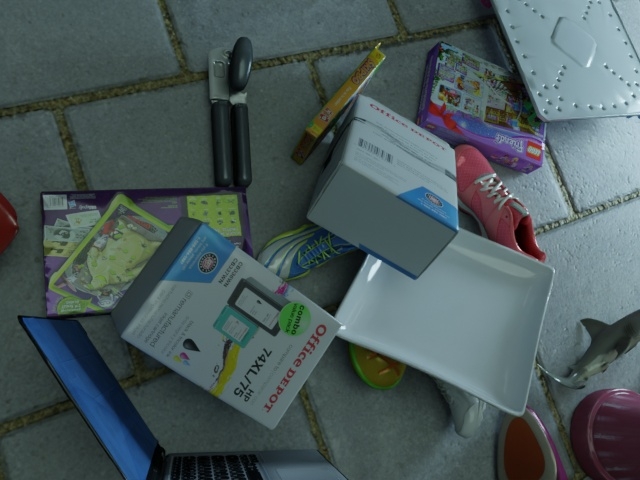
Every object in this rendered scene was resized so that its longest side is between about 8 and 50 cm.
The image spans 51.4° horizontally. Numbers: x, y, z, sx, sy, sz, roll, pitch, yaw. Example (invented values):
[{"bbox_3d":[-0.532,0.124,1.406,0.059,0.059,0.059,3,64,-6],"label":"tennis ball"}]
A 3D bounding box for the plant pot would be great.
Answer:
[{"bbox_3d":[0.636,0.393,1.319,0.201,0.180,0.201,5,75,-19],"label":"plant pot"}]

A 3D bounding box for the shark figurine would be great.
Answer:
[{"bbox_3d":[0.575,0.221,1.402,0.278,0.166,0.116,-35,64,-7],"label":"shark figurine"}]

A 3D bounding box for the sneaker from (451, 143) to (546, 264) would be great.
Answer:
[{"bbox_3d":[0.369,-0.068,1.356,0.115,0.136,0.314,-23,86,-25],"label":"sneaker"}]

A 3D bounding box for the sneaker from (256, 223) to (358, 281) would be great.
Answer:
[{"bbox_3d":[0.000,0.000,1.205,0.240,0.126,0.091,-25,86,-25],"label":"sneaker"}]

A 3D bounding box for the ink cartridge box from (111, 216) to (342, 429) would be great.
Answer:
[{"bbox_3d":[-0.150,0.122,1.039,0.270,0.197,0.198,37,81,-20],"label":"ink cartridge box"}]

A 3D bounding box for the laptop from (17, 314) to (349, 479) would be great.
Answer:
[{"bbox_3d":[-0.167,0.227,0.927,0.407,0.382,0.237,2,83,-11],"label":"laptop"}]

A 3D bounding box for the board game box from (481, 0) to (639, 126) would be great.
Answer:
[{"bbox_3d":[0.570,-0.445,1.535,0.389,0.050,0.390,-8,73,-27],"label":"board game box"}]

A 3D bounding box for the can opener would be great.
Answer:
[{"bbox_3d":[-0.165,-0.236,1.227,0.074,0.093,0.281,1,81,-21],"label":"can opener"}]

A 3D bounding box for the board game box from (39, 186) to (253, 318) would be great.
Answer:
[{"bbox_3d":[-0.288,0.016,1.138,0.346,0.056,0.208,-3,74,-21],"label":"board game box"}]

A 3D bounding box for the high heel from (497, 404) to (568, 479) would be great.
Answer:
[{"bbox_3d":[0.448,0.504,1.285,0.181,0.127,0.377,11,66,-48],"label":"high heel"}]

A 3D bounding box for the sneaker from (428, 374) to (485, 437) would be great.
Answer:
[{"bbox_3d":[0.243,0.256,1.265,0.115,0.090,0.232,3,67,-13],"label":"sneaker"}]

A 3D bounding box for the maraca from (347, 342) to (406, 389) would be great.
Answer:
[{"bbox_3d":[0.104,0.180,1.217,0.127,0.099,0.186,16,60,-34],"label":"maraca"}]

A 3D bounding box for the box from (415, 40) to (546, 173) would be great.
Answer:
[{"bbox_3d":[0.357,-0.287,1.450,0.293,0.057,0.201,18,70,-16],"label":"box"}]

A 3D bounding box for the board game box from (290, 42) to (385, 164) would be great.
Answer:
[{"bbox_3d":[0.039,-0.266,1.287,0.039,0.124,0.259,36,67,-2],"label":"board game box"}]

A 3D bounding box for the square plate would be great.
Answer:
[{"bbox_3d":[0.229,0.112,1.205,0.344,0.049,0.347,24,50,7],"label":"square plate"}]

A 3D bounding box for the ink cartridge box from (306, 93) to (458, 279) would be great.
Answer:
[{"bbox_3d":[0.119,-0.107,1.191,0.223,0.129,0.307,29,33,-9],"label":"ink cartridge box"}]

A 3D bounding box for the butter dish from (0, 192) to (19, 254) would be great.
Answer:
[{"bbox_3d":[-0.536,-0.036,1.024,0.160,0.118,0.160,45,108,-6],"label":"butter dish"}]
